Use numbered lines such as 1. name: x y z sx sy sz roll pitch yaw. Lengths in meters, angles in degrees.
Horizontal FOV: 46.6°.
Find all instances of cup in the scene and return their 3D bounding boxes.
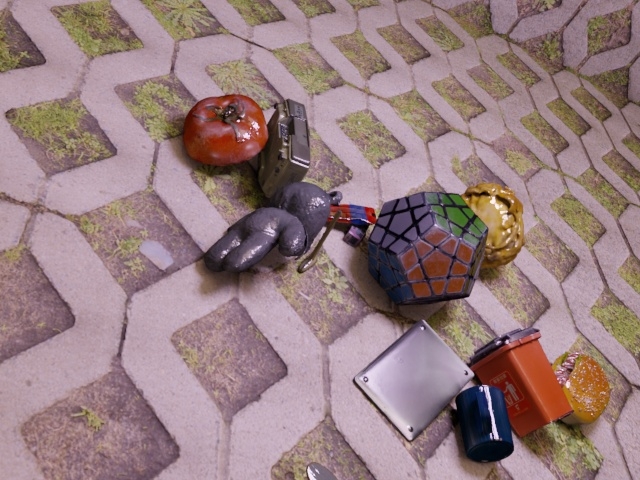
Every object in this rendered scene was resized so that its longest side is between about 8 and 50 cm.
1. cup: 0.361 0.409 1.669 0.150 0.113 0.138 38 33 -35

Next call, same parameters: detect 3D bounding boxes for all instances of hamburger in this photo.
1. hamburger: 0.669 0.383 1.932 0.173 0.116 0.210 49 40 12

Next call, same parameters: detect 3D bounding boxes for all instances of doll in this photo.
1. doll: -0.108 -0.006 1.718 0.340 0.246 0.158 -47 124 -33

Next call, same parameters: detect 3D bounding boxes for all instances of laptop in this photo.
1. laptop: 0.220 0.315 1.710 0.187 0.015 0.269 47 51 12

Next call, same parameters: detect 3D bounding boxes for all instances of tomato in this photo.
1. tomato: -0.244 -0.298 1.895 0.236 0.095 0.237 -3 48 3

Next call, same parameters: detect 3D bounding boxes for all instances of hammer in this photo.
1. hammer: 0.000 0.000 1.765 0.028 0.195 0.060 38 39 9

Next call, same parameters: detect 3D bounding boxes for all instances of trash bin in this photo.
1. trash bin: 0.504 0.345 1.829 0.184 0.161 0.239 -12 65 -43

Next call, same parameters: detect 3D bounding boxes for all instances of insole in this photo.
1. insole: 0.040 0.503 1.430 0.188 0.004 0.064 46 40 13

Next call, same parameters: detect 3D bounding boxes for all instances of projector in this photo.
1. projector: -0.104 -0.224 1.921 0.088 0.193 0.269 19 39 -22

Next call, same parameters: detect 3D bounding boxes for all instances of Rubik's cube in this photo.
1. Rubik's cube: 0.272 0.023 1.888 0.264 0.319 0.319 -30 69 -21

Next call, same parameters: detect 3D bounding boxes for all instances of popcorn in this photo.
1. popcorn: 0.476 -0.045 2.148 0.190 0.250 0.250 13 41 -51

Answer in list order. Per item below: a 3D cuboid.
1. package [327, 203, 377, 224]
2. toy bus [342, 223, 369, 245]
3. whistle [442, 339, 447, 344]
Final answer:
1. package: 0.055 -0.073 1.981 0.200 0.022 0.083 6 37 -10
2. toy bus: 0.103 -0.034 2.007 0.052 0.037 0.131 38 37 -3
3. whistle: 0.292 0.288 1.825 0.109 0.057 0.046 -93 165 -55
